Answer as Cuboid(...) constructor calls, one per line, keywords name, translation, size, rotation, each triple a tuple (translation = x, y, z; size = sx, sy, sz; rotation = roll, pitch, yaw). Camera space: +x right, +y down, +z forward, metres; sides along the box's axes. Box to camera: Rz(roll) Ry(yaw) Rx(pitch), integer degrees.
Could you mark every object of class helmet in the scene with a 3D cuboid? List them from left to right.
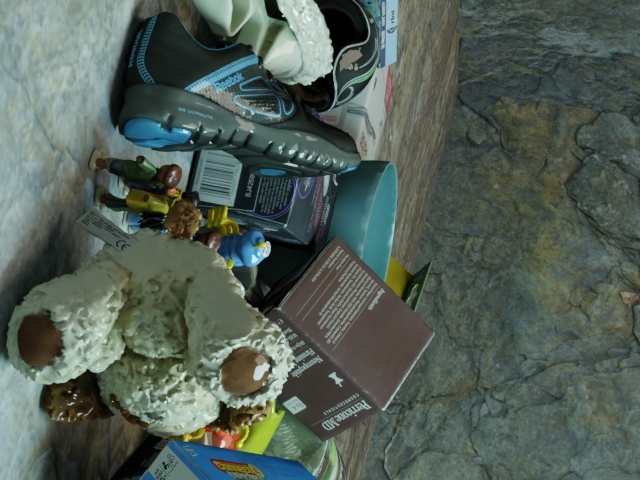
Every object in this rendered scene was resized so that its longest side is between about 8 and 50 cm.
Cuboid(name="helmet", translation=(0.014, -0.294, 1.667), size=(0.161, 0.169, 0.169), rotation=(-52, 154, -32))

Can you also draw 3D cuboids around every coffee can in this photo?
Cuboid(name="coffee can", translation=(-0.072, 0.344, 1.688), size=(0.275, 0.201, 0.202), rotation=(75, 28, -62))

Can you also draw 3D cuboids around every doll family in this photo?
Cuboid(name="doll family", translation=(-0.169, -0.036, 1.150), size=(0.193, 0.111, 0.076), rotation=(44, 57, -76))

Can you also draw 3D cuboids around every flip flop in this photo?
Cuboid(name="flip flop", translation=(-0.120, 0.025, 1.426), size=(0.277, 0.112, 0.080), rotation=(75, 32, -72))

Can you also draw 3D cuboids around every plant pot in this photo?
Cuboid(name="plant pot", translation=(0.000, 0.000, 1.750), size=(0.290, 0.195, 0.290), rotation=(11, 90, -78))

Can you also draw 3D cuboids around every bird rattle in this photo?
Cuboid(name="bird rattle", translation=(-0.151, 0.288, 1.444), size=(0.253, 0.143, 0.207), rotation=(-71, 155, -47))

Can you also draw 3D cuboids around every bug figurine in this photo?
Cuboid(name="bug figurine", translation=(-0.134, 0.105, 1.257), size=(0.216, 0.072, 0.279), rotation=(-2, -104, 57))

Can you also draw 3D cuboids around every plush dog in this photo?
Cuboid(name="plush dog", translation=(-0.158, 0.104, 1.072), size=(0.211, 0.262, 0.225), rotation=(-85, -177, -50))

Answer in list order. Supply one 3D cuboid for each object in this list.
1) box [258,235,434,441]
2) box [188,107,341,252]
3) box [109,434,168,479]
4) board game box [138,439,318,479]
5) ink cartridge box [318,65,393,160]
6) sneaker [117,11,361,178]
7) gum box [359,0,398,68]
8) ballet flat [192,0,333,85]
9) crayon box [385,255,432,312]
Cuboid(name="box", translation=(0.012, 0.139, 1.521), size=(0.168, 0.203, 0.167), rotation=(-39, -171, 49))
Cuboid(name="box", translation=(-0.067, -0.087, 1.495), size=(0.270, 0.143, 0.165), rotation=(40, 63, -76))
Cuboid(name="box", translation=(-0.238, 0.362, 1.316), size=(0.233, 0.044, 0.159), rotation=(-48, 146, -68))
Cuboid(name="board game box", translation=(-0.148, 0.374, 1.180), size=(0.302, 0.086, 0.308), rotation=(-53, 152, 2))
Cuboid(name="ink cartridge box", translation=(0.040, -0.209, 1.948), size=(0.207, 0.117, 0.283), rotation=(71, 31, -67))
Cuboid(name="sneaker", translation=(-0.072, -0.154, 1.226), size=(0.340, 0.125, 0.140), rotation=(14, 74, -48))
Cuboid(name="gum box", translation=(0.052, -0.388, 1.741), size=(0.041, 0.184, 0.157), rotation=(-26, 137, -26))
Cuboid(name="ballet flat", translation=(-0.092, -0.279, 1.275), size=(0.409, 0.147, 0.147), rotation=(59, 41, -59))
Cuboid(name="crayon box", translation=(0.053, 0.153, 1.981), size=(0.323, 0.083, 0.203), rotation=(-42, -168, 34))
